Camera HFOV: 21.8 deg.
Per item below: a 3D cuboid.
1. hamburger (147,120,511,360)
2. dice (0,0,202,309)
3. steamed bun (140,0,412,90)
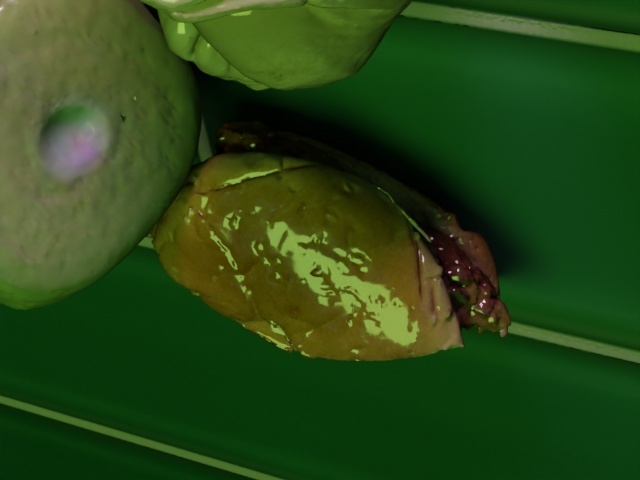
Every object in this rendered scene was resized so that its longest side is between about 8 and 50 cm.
[{"bbox_3d":[0.000,0.000,1.427,0.282,0.155,0.245,-13,114,37],"label":"hamburger"},{"bbox_3d":[-0.269,-0.108,1.369,0.250,0.252,0.254,24,159,47],"label":"dice"},{"bbox_3d":[-0.033,-0.245,1.127,0.203,0.276,0.289,-14,97,30],"label":"steamed bun"}]
